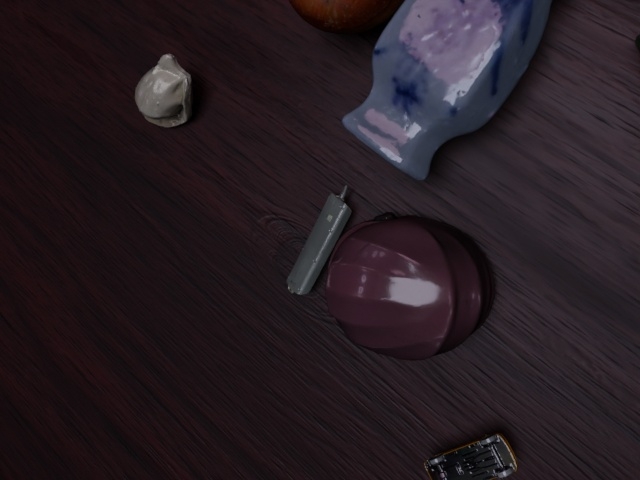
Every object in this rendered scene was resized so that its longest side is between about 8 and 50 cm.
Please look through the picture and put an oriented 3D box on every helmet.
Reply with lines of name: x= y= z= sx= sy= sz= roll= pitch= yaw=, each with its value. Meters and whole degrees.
helmet: x=0.131 y=0.090 z=0.961 sx=0.339 sy=0.197 sz=0.270 roll=7 pitch=98 yaw=23

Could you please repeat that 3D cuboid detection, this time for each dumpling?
dumpling: x=-0.346 y=-0.326 z=1.203 sx=0.136 sy=0.118 sz=0.199 roll=46 pitch=138 yaw=1

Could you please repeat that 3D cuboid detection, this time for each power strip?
power strip: x=0.000 y=0.000 z=1.093 sx=0.060 sy=0.027 sz=0.252 roll=43 pitch=111 yaw=44

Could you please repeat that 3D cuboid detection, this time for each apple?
apple: x=0.062 y=-0.501 z=0.936 sx=0.252 sy=0.206 sz=0.271 roll=37 pitch=122 yaw=6

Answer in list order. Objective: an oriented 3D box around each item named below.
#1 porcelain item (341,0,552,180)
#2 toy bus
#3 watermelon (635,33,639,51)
porcelain item: x=0.223 y=-0.315 z=0.904 sx=0.242 sy=0.178 sz=0.405 roll=42 pitch=106 yaw=18
toy bus: x=0.278 y=0.404 z=0.974 sx=0.162 sy=0.074 sz=0.069 roll=-32 pitch=72 yaw=25
watermelon: x=0.615 y=-0.200 z=0.775 sx=0.290 sy=0.213 sz=0.319 roll=-9 pitch=46 yaw=-5
